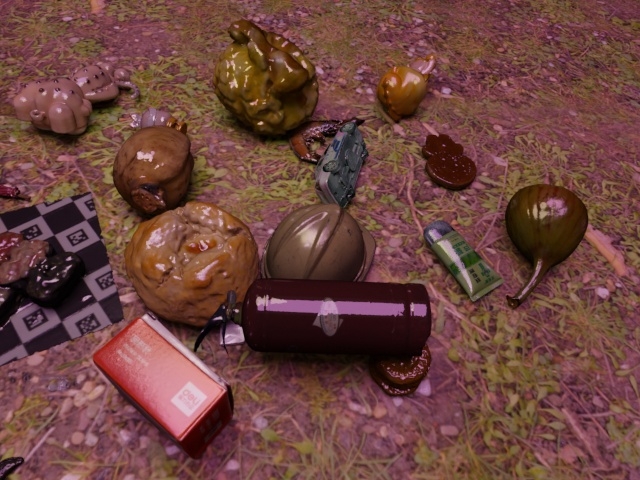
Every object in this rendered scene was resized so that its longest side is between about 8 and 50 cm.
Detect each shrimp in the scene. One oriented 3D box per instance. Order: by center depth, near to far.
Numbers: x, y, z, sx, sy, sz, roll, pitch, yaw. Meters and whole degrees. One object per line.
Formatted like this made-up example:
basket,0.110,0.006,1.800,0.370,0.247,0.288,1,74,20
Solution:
shrimp,0.023,-0.239,1.060,0.195,0.035,0.148,-10,52,-5

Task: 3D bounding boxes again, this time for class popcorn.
popcorn,-0.126,-0.376,1.019,0.237,0.251,0.206,14,55,21

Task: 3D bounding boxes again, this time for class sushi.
sushi,-0.544,0.046,0.766,0.320,0.068,0.339,-18,57,-19

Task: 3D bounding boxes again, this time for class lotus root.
lotus root,-0.329,-0.142,0.884,0.140,0.154,0.257,7,35,-4

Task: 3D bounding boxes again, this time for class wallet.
wallet,-0.155,0.142,0.772,0.044,0.011,0.083,-3,53,-8

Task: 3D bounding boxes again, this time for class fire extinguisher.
fire extinguisher,-0.010,0.122,0.673,0.337,0.114,0.135,2,39,-1

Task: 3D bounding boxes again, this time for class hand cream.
hand cream,0.278,0.032,0.879,0.095,0.046,0.175,-23,61,-28

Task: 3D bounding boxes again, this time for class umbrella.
umbrella,-0.666,-0.107,0.898,0.165,0.025,0.027,13,75,6

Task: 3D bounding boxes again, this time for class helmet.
helmet,0.003,-0.005,0.820,0.204,0.137,0.257,30,55,16

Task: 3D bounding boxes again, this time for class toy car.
toy car,0.043,-0.169,0.979,0.076,0.090,0.224,-8,45,32

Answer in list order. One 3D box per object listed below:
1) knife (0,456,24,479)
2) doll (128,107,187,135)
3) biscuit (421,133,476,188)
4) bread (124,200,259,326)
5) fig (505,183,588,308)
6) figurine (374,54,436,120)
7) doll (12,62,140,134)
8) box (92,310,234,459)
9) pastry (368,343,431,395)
knife,-0.452,0.386,0.550,0.046,0.021,0.222,11,52,-1
doll,-0.377,-0.270,1.030,0.127,0.073,0.084,15,20,0
biscuit,0.306,-0.190,1.062,0.124,0.026,0.175,-2,54,-9
bread,-0.224,0.026,0.771,0.244,0.134,0.244,3,50,-4
fig,0.431,0.007,0.857,0.151,0.151,0.259,20,57,9
figurine,0.231,-0.415,1.167,0.156,0.131,0.246,7,44,44
doll,-0.564,-0.341,1.039,0.154,0.119,0.278,28,46,13
box,-0.219,0.209,0.638,0.182,0.133,0.099,32,55,19
pastry,0.131,0.199,0.731,0.097,0.057,0.109,18,52,9
